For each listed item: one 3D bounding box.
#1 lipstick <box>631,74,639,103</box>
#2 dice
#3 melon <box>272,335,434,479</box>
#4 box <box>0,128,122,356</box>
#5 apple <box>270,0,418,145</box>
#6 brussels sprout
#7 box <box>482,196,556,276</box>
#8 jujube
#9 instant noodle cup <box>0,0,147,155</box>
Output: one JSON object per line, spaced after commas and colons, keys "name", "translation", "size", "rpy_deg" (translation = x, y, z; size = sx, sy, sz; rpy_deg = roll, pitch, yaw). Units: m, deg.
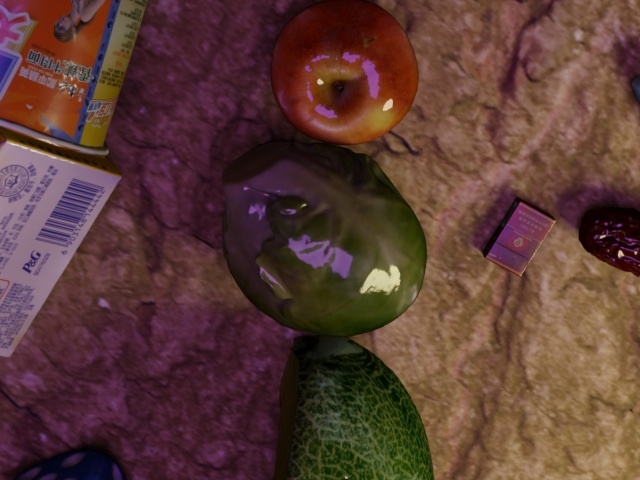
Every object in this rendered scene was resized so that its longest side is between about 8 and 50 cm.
{"name": "lipstick", "translation": [0.412, -0.122, 1.403], "size": [0.048, 0.048, 0.158], "rpy_deg": [-28, 108, 6]}
{"name": "dice", "translation": [-0.302, 0.349, 1.467], "size": [0.143, 0.146, 0.146], "rpy_deg": [-18, 109, 5]}
{"name": "melon", "translation": [0.014, 0.301, 1.446], "size": [0.331, 0.226, 0.344], "rpy_deg": [-11, 114, -41]}
{"name": "box", "translation": [-0.363, -0.010, 1.333], "size": [0.168, 0.097, 0.265], "rpy_deg": [16, 112, -48]}
{"name": "apple", "translation": [0.027, -0.184, 1.319], "size": [0.163, 0.139, 0.163], "rpy_deg": [3, 117, 6]}
{"name": "brussels sprout", "translation": [0.000, 0.000, 1.331], "size": [0.244, 0.244, 0.244], "rpy_deg": [-1, 108, -3]}
{"name": "box", "translation": [0.236, -0.004, 1.445], "size": [0.051, 0.023, 0.082], "rpy_deg": [28, 104, -10]}
{"name": "jujube", "translation": [0.367, 0.002, 1.431], "size": [0.129, 0.077, 0.077], "rpy_deg": [21, 106, 2]}
{"name": "instant noodle cup", "translation": [-0.307, -0.237, 1.215], "size": [0.296, 0.296, 0.214], "rpy_deg": [23, 98, -10]}
